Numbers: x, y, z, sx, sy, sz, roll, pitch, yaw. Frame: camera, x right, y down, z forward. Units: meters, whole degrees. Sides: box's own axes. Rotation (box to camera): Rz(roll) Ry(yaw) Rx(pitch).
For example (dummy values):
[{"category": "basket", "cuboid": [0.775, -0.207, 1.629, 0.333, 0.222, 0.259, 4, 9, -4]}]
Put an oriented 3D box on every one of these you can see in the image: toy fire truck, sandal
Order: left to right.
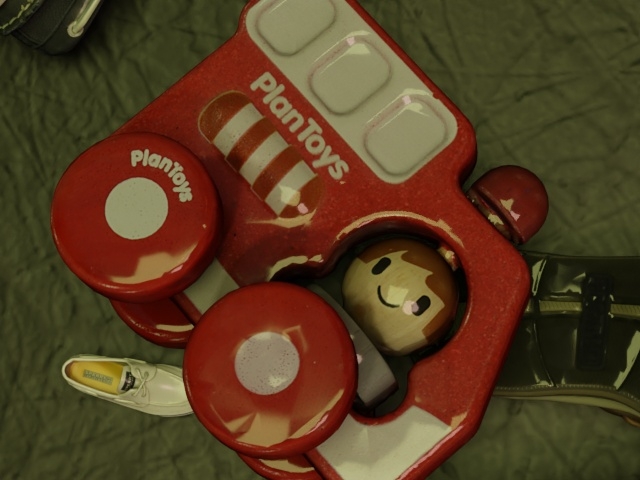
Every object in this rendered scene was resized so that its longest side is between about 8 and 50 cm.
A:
[{"category": "toy fire truck", "cuboid": [0.000, 0.000, 1.025, 0.254, 0.169, 0.302, -41, 73, -5]}, {"category": "sandal", "cuboid": [0.202, 0.066, 1.054, 0.303, 0.086, 0.120, 12, 79, 23]}]

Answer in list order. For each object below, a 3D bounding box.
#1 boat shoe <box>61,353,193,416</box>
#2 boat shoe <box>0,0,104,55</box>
[{"category": "boat shoe", "cuboid": [-0.125, 0.095, 1.104, 0.100, 0.035, 0.035, 14, 86, 7]}, {"category": "boat shoe", "cuboid": [-0.142, -0.270, 1.116, 0.114, 0.091, 0.302, 31, 89, 52]}]
